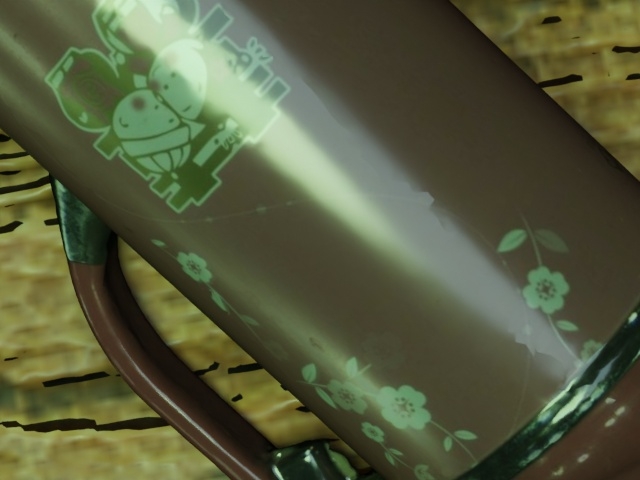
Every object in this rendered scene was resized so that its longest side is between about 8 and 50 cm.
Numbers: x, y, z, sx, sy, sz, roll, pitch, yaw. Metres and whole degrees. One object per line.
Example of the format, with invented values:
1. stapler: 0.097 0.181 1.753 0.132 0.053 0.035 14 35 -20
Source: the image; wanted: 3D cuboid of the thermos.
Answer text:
1. thermos: 0.003 -0.002 0.461 0.330 0.109 0.136 43 82 -6
